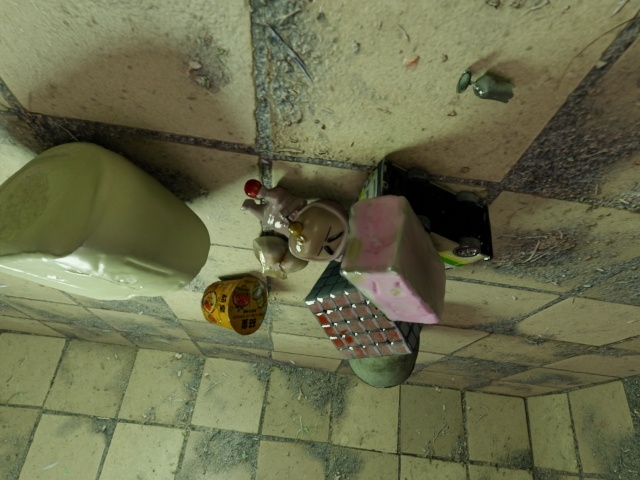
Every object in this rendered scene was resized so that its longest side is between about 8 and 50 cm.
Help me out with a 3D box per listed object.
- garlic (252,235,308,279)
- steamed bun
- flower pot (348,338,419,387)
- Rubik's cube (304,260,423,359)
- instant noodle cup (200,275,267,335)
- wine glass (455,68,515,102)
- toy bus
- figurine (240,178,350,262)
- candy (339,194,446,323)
[{"bbox_3d":[-0.119,0.042,1.196,0.175,0.099,0.124,9,133,-13],"label":"garlic"},{"bbox_3d":[-0.505,-0.032,0.929,0.457,0.289,0.371,-3,156,23],"label":"steamed bun"},{"bbox_3d":[0.255,0.391,1.583,0.294,0.293,0.330,4,145,5],"label":"flower pot"},{"bbox_3d":[0.141,0.165,1.126,0.238,0.237,0.238,-17,112,35],"label":"Rubik's cube"},{"bbox_3d":[-0.327,0.237,1.497,0.173,0.215,0.216,0,153,32],"label":"instant noodle cup"},{"bbox_3d":[0.258,-0.238,0.625,0.084,0.038,0.042,9,150,-12],"label":"wine glass"},{"bbox_3d":[0.214,-0.041,0.895,0.306,0.143,0.179,19,151,-24],"label":"toy bus"},{"bbox_3d":[-0.056,-0.037,0.944,0.288,0.186,0.176,29,120,-6],"label":"figurine"},{"bbox_3d":[0.145,0.047,0.755,0.116,0.155,0.265,-3,150,33],"label":"candy"}]
